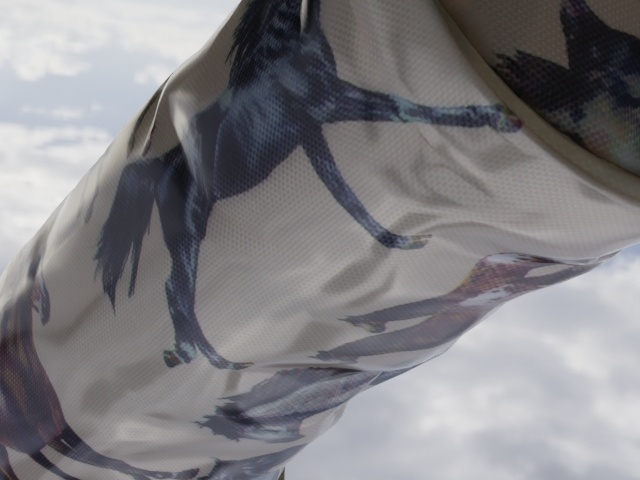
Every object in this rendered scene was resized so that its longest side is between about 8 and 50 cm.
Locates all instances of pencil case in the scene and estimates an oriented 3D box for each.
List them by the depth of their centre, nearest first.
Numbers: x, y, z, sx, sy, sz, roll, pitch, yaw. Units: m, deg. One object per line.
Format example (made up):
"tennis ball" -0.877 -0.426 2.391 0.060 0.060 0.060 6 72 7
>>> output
"pencil case" 0.000 0.000 0.587 0.183 0.410 0.160 5 -119 -34
